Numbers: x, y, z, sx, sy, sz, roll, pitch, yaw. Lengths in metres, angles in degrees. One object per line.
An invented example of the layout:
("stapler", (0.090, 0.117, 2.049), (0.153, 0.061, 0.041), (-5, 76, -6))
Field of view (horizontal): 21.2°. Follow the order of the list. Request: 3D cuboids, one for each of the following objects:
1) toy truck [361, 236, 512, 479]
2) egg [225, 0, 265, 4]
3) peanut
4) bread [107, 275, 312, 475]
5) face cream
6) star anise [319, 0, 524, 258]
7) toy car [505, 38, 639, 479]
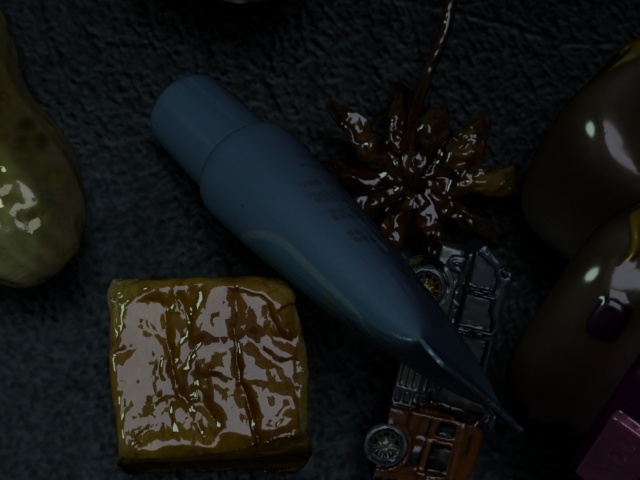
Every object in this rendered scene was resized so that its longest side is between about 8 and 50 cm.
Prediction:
("toy truck", (0.092, 0.091, 1.294), (0.092, 0.083, 0.192), (14, 95, -2))
("egg", (-0.082, -0.300, 1.330), (0.203, 0.203, 0.245), (-25, 87, -10))
("peanut", (-0.254, -0.090, 1.309), (0.111, 0.125, 0.274), (-30, 75, 25))
("bread", (-0.082, 0.102, 1.264), (0.143, 0.158, 0.149), (-4, 83, -6))
("face cream", (0.000, 0.000, 1.237), (0.086, 0.135, 0.385), (-47, 51, 2))
("star anise", (0.063, -0.074, 1.352), (0.177, 0.073, 0.234), (-18, 86, -3))
("toy car", (0.245, 0.010, 1.251), (0.240, 0.271, 0.340), (36, 54, 12))
